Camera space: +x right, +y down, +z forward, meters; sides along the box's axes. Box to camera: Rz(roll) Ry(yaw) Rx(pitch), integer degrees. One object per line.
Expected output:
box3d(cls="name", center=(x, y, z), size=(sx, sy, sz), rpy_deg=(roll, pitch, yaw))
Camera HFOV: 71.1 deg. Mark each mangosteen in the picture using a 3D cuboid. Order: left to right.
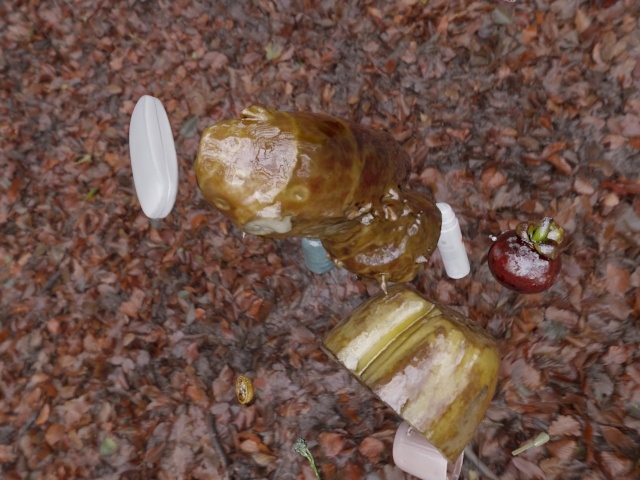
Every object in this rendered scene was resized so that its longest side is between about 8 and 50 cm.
box3d(cls="mangosteen", center=(0.632, 0.037, 1.352), size=(0.215, 0.215, 0.258), rpy_deg=(37, 125, 25))

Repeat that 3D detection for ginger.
box3d(cls="ginger", center=(0.030, -0.047, 0.599), size=(0.176, 0.418, 0.254), rpy_deg=(-29, 72, 35))

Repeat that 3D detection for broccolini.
box3d(cls="broccolini", center=(-0.027, 0.765, 1.538), size=(0.054, 0.052, 0.194), rpy_deg=(-46, 51, -1))

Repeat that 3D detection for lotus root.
box3d(cls="lotus root", center=(0.163, 0.208, 0.816), size=(0.316, 0.316, 0.250), rpy_deg=(36, 88, 25))

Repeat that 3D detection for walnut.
box3d(cls="walnut", center=(-0.298, 0.598, 1.799), size=(0.091, 0.052, 0.121), rpy_deg=(-62, 35, 24))

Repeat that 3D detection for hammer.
box3d(cls="hammer", center=(0.659, 0.667, 1.437), size=(0.060, 0.195, 0.028), rpy_deg=(-20, 57, -26))

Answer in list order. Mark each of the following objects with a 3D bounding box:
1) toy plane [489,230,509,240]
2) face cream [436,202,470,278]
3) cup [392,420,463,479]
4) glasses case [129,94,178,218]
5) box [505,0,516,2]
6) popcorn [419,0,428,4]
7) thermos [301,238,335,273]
box3d(cls="toy plane", center=(0.751, 0.018, 1.730), size=(0.251, 0.255, 0.101), rpy_deg=(14, 95, 45))
box3d(cls="face cream", center=(0.503, -0.002, 1.745), size=(0.101, 0.346, 0.102), rpy_deg=(-17, 37, 13))
box3d(cls="cup", center=(0.364, 0.707, 1.545), size=(0.200, 0.253, 0.191), rpy_deg=(4, 38, 34))
box3d(cls="glasses case", center=(-0.284, -0.144, 0.758), size=(0.092, 0.059, 0.234), rpy_deg=(-44, 54, 38))
box3d(cls="box", center=(0.172, -0.322, 0.426), size=(0.060, 0.156, 0.111), rpy_deg=(3, 40, -21))
box3d(cls="popcorn", center=(0.224, -0.471, 0.676), size=(0.233, 0.192, 0.266), rpy_deg=(22, 78, 35))
box3d(cls="thermos", center=(0.000, 0.000, 1.877), size=(0.144, 0.287, 0.182), rpy_deg=(18, 59, 16))
